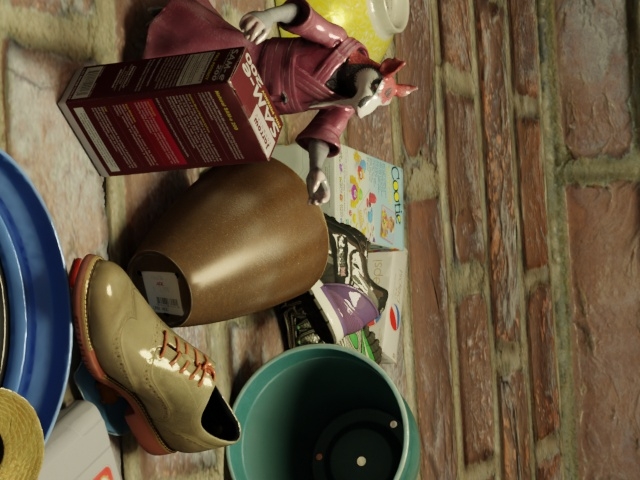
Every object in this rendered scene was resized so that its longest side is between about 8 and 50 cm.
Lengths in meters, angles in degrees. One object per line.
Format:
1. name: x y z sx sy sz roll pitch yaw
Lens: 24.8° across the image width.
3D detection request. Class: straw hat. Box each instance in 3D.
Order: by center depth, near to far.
1. straw hat: -0.342 0.207 1.405 0.144 0.061 0.144 -4 96 -49

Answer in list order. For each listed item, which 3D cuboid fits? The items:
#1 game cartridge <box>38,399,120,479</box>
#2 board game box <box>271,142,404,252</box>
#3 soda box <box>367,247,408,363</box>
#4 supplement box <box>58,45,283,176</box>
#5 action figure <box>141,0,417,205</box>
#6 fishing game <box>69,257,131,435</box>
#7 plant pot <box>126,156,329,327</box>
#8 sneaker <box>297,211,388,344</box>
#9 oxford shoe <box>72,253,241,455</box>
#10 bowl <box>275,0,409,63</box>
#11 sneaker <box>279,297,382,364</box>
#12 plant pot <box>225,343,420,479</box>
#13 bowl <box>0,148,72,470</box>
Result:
1. game cartridge: -0.289 0.359 1.695 0.196 0.060 0.294 -41 123 -55
2. board game box: 0.016 -0.062 2.303 0.275 0.142 0.144 15 73 -64
3. soda box: 0.099 0.105 2.542 0.069 0.074 0.216 44 48 -56
4. supplement box: -0.181 -0.154 1.770 0.130 0.239 0.073 64 33 -40
5. action figure: -0.050 -0.204 1.911 0.276 0.370 0.248 -56 145 -63
6. fishing game: -0.250 0.151 1.823 0.264 0.041 0.189 58 34 -46
7. plant pot: -0.139 0.022 1.913 0.230 0.215 0.215 -34 118 -49
8. sneaker: 0.000 0.000 2.113 0.124 0.107 0.283 -29 101 -17
9. oxford shoe: -0.189 0.135 1.742 0.348 0.130 0.123 66 30 -49
10. bowl: 0.055 -0.393 2.419 0.289 0.156 0.289 -3 90 -65
11. sneaker: 0.008 0.141 2.269 0.146 0.134 0.343 -69 146 -41
12. plant pot: 0.033 0.312 2.165 0.255 0.271 0.272 40 51 -65
13. bowl: -0.392 0.082 1.477 0.391 0.077 0.391 -4 90 -65
